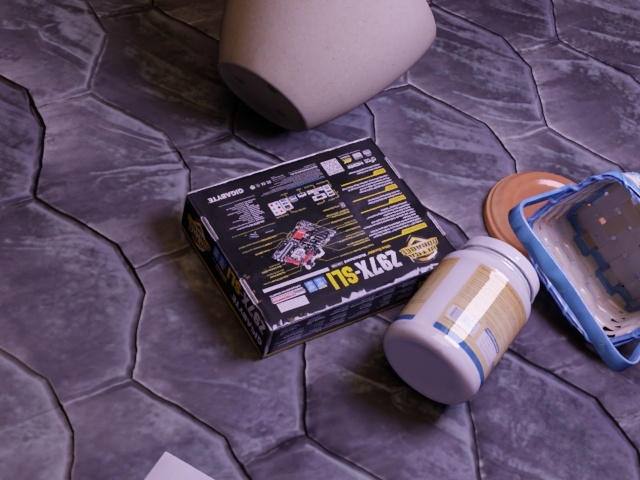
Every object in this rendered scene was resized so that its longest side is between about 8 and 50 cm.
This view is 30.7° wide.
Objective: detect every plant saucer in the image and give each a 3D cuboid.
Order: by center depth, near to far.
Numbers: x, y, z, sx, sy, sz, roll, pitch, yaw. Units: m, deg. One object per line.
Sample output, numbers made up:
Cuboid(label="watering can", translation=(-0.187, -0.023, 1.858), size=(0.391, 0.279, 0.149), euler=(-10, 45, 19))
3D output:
Cuboid(label="plant saucer", translation=(0.352, -0.036, 1.796), size=(0.200, 0.037, 0.200), euler=(6, 50, -7))

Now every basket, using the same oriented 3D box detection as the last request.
Cuboid(label="basket", translation=(0.389, 0.026, 1.602), size=(0.289, 0.201, 0.254), euler=(-29, 84, -49))

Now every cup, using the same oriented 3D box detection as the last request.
Cuboid(label="cup", translation=(-0.024, -0.309, 1.790), size=(0.331, 0.331, 0.237), euler=(32, 78, 14))

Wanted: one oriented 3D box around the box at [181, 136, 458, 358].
Cuboid(label="box", translation=(0.000, 0.000, 1.662), size=(0.322, 0.079, 0.257), euler=(-20, 60, -26))

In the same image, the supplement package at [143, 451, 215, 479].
Cuboid(label="supplement package", translation=(-0.113, 0.372, 1.292), size=(0.244, 0.134, 0.139), euler=(28, 50, 10))

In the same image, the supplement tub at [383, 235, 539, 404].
Cuboid(label="supplement tub", translation=(0.192, 0.104, 1.559), size=(0.144, 0.144, 0.199), euler=(33, 60, 15))
